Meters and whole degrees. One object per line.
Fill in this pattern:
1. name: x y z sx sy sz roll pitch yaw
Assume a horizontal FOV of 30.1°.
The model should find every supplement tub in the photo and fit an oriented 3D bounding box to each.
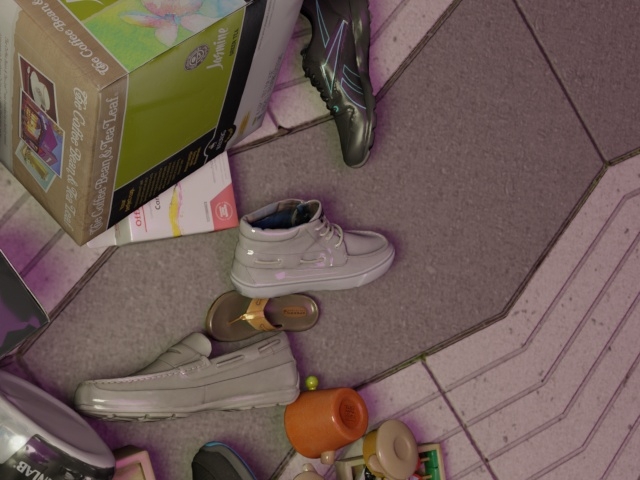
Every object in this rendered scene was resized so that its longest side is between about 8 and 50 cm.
1. supplement tub: -0.405 0.330 1.341 0.207 0.207 0.338 37 89 -20

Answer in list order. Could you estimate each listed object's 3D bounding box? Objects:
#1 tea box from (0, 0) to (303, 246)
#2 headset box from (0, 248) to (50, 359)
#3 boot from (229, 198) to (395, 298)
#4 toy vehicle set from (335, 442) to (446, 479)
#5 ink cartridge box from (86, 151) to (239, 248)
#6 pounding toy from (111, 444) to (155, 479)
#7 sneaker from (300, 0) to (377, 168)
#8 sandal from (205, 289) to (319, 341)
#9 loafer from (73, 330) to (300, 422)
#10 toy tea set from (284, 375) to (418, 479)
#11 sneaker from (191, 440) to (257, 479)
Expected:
1. tea box: -0.222 -0.222 1.423 0.220 0.329 0.323 45 58 12
2. headset box: -0.463 0.113 1.322 0.246 0.283 0.131 -39 103 -27
3. boot: 0.000 0.000 1.666 0.258 0.095 0.123 -12 131 -28
4. toy vehicle set: 0.117 0.441 1.744 0.166 0.035 0.266 -7 88 -29
5. ink cartridge box: -0.219 -0.057 1.595 0.198 0.067 0.115 -10 89 -28
6. pounding toy: -0.239 0.372 1.519 0.181 0.094 0.206 -16 93 -23
7. sneaker: 0.025 -0.237 1.748 0.106 0.101 0.267 -4 87 -7
8. sandal: -0.076 0.103 1.667 0.180 0.049 0.072 -1 85 -29
9. loafer: -0.175 0.178 1.577 0.320 0.112 0.111 -2 81 -34
10. toy tea set: 0.001 0.350 1.610 0.200 0.124 0.336 47 45 -22
11. sneaker: -0.136 0.437 1.556 0.140 0.125 0.340 -8 88 -29
